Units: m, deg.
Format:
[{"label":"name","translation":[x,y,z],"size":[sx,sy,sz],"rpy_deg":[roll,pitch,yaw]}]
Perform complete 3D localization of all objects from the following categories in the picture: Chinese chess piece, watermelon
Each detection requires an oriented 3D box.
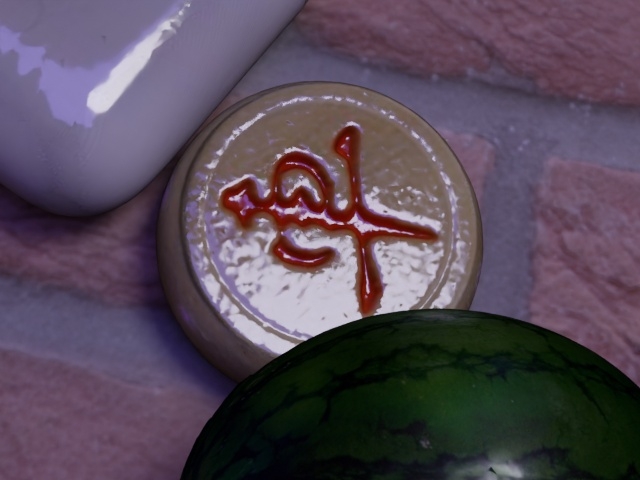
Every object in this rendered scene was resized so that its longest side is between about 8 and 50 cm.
[{"label":"Chinese chess piece","translation":[0.000,0.000,1.278],"size":[0.250,0.097,0.251],"rpy_deg":[3,73,-8]},{"label":"watermelon","translation":[0.074,0.207,1.100],"size":[0.363,0.363,0.363],"rpy_deg":[2,73,-8]}]

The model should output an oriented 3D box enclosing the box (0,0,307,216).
[{"label":"box","translation":[-0.177,-0.208,1.292],"size":[0.288,0.141,0.349],"rpy_deg":[37,71,6]}]
